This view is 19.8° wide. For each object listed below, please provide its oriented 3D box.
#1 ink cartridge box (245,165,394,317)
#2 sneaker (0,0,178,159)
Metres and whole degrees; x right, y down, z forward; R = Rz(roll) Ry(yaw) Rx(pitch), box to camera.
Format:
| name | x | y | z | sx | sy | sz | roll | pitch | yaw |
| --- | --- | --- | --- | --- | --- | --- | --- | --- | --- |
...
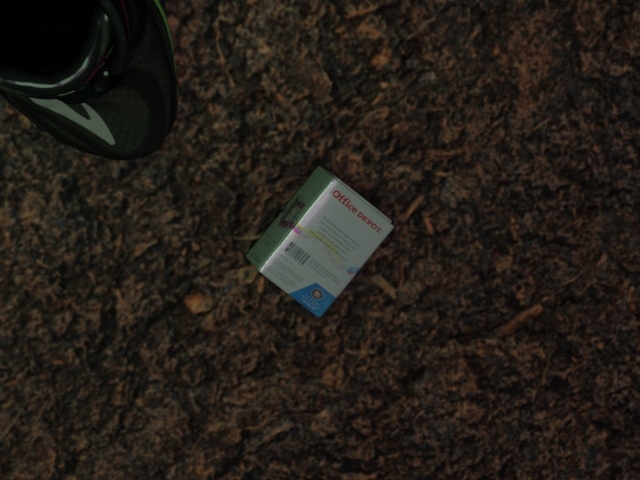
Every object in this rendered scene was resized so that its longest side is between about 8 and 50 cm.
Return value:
| name | x | y | z | sx | sy | sz | roll | pitch | yaw |
| --- | --- | --- | --- | --- | --- | --- | --- | --- | --- |
| ink cartridge box | 0.000 | 0.000 | 1.840 | 0.088 | 0.052 | 0.122 | 39 | 93 | -25 |
| sneaker | -0.240 | -0.180 | 1.537 | 0.185 | 0.202 | 0.483 | -17 | 152 | 7 |
